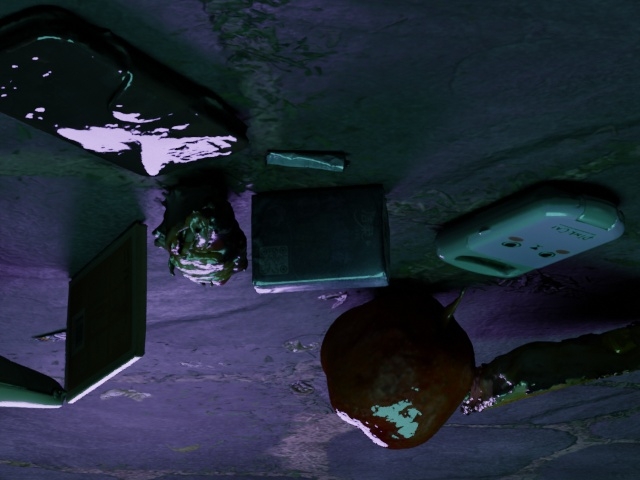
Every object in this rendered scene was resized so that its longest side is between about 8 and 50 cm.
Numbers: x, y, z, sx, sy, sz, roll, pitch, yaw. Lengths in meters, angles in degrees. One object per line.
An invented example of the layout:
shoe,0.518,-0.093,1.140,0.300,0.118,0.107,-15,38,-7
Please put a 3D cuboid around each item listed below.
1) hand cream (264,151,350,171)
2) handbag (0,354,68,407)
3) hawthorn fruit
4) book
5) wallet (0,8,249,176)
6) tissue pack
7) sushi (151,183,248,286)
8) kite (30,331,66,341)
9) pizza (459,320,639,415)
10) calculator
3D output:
hand cream,-0.014,-0.087,1.645,0.093,0.019,0.030,6,161,1
handbag,-0.464,0.186,1.915,0.241,0.109,0.315,1,165,28
hawthorn fruit,0.127,0.150,2.051,0.207,0.207,0.243,19,123,-41
book,-0.269,0.094,1.888,0.018,0.170,0.242,9,158,-27
wallet,-0.214,-0.132,1.478,0.165,0.042,0.309,-12,156,31
tissue pack,0.000,0.000,1.731,0.156,0.112,0.051,-4,160,8
sushi,-0.141,-0.002,1.753,0.097,0.103,0.226,-27,158,-8
kite,-0.368,0.145,2.244,0.122,0.004,0.090,2,159,-6
pizza,0.344,0.170,2.118,0.435,0.080,0.392,-9,171,-32
calculator,0.248,-0.008,1.818,0.141,0.045,0.246,16,154,-36
